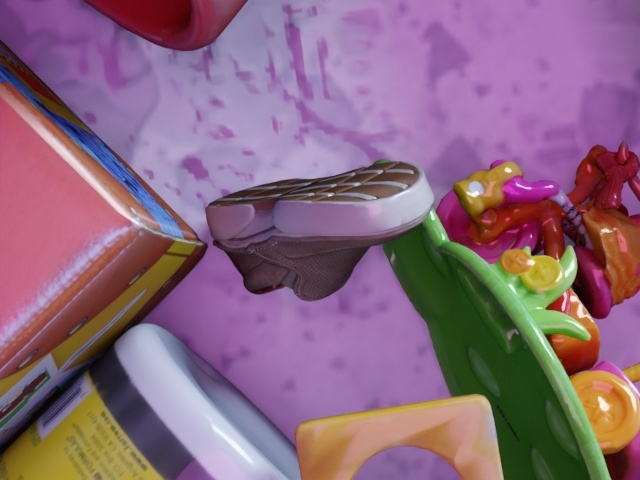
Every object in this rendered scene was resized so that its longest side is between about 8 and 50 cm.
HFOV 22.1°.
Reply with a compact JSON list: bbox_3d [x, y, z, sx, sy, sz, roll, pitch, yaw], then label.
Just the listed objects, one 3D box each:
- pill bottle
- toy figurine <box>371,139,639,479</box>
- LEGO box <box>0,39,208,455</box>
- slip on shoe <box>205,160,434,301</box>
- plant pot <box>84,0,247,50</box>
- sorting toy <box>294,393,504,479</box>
[{"bbox_3d":[-0.095,0.141,0.578,0.208,0.119,0.119,-45,88,1],"label":"pill bottle"},{"bbox_3d":[0.125,0.013,0.596,0.159,0.130,0.173,-25,63,-12],"label":"toy figurine"},{"bbox_3d":[-0.349,0.045,0.551,0.372,0.193,0.500,45,90,3],"label":"LEGO box"},{"bbox_3d":[0.000,0.000,0.576,0.051,0.135,0.041,-20,98,-29],"label":"slip on shoe"},{"bbox_3d":[-0.051,-0.240,0.529,0.275,0.275,0.243,42,81,2],"label":"plant pot"},{"bbox_3d":[0.055,0.219,0.492,0.196,0.047,0.347,-22,88,3],"label":"sorting toy"}]
